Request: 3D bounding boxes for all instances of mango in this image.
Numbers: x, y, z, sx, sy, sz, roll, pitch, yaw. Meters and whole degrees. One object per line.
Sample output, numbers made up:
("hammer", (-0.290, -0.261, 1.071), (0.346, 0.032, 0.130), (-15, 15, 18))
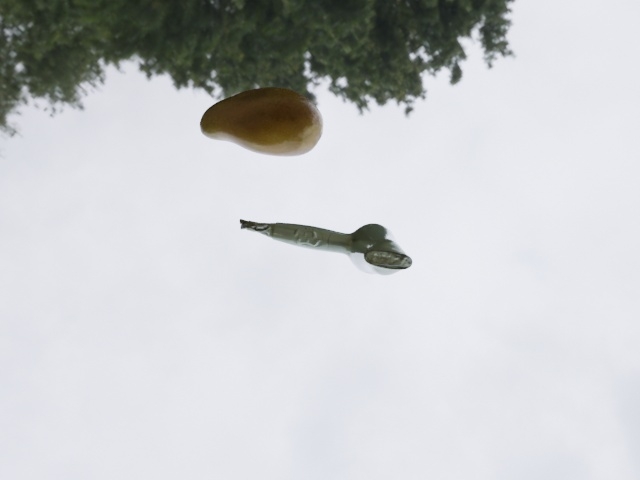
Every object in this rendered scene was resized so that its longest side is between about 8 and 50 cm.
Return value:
("mango", (-0.099, -0.199, 1.238), (0.227, 0.099, 0.136), (8, -136, 28))

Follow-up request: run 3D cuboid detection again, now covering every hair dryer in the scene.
("hair dryer", (0.000, 0.000, 1.043), (0.237, 0.206, 0.076), (11, -87, -2))
